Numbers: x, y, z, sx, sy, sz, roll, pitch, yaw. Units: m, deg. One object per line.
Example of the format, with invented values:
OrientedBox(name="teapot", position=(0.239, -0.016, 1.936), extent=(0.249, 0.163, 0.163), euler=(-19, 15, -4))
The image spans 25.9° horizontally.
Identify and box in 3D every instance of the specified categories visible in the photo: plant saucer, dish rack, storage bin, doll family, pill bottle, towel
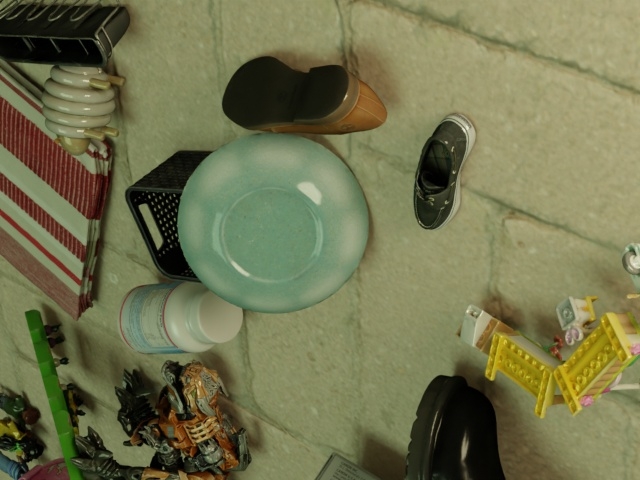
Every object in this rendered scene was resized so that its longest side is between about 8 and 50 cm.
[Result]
OrientedBox(name="plant saucer", position=(-0.048, -0.010, 1.397), extent=(0.195, 0.037, 0.195), euler=(0, 109, 1))
OrientedBox(name="dish rack", position=(-0.327, -0.312, 1.464), extent=(0.208, 0.074, 0.271), euler=(8, 138, 40))
OrientedBox(name="storage bin", position=(-0.112, -0.024, 1.513), extent=(0.180, 0.084, 0.122), euler=(4, 125, 43))
OrientedBox(name="doll family", position=(-0.485, 0.326, 2.225), extent=(0.111, 0.076, 0.193), euler=(23, 142, 25))
OrientedBox(name="pill bottle", position=(-0.168, 0.092, 1.671), extent=(0.160, 0.087, 0.087), euler=(-7, 117, 48))
OrientedBox(name="towel", position=(-0.367, -0.071, 1.778), extent=(0.237, 0.037, 0.329), euler=(38, 141, 18))

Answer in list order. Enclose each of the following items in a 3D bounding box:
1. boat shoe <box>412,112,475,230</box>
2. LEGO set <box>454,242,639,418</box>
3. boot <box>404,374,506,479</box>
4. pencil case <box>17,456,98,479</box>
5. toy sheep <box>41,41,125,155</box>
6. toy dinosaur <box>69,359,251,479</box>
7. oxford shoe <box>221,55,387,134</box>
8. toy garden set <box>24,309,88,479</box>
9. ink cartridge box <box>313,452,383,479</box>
OrientedBox(name="boat shoe", position=(0.106, -0.058, 1.294), extent=(0.049, 0.040, 0.142), euler=(34, 141, 20))
OrientedBox(name="LEGO set", position=(0.246, 0.095, 1.270), extent=(0.287, 0.107, 0.132), euler=(-30, 64, 58))
OrientedBox(name="boot", position=(0.230, 0.307, 1.403), extent=(0.260, 0.131, 0.348), euler=(-3, 91, 22))
OrientedBox(name="pencil case", position=(-0.369, 0.517, 2.204), extent=(0.167, 0.160, 0.386), euler=(-8, 126, 1))
OrientedBox(name="toy sheep", position=(-0.268, -0.159, 1.557), extent=(0.091, 0.091, 0.132), euler=(20, 107, 33))
OrientedBox(name="toy dinosaur", position=(-0.192, 0.284, 1.830), extent=(0.218, 0.164, 0.322), euler=(13, 111, 17))
OrientedBox(name="oxford shoe", position=(-0.020, -0.129, 1.344), extent=(0.076, 0.076, 0.212), euler=(25, 174, -39))
OrientedBox(name="toy garden set", position=(-0.349, 0.243, 1.945), extent=(0.244, 0.049, 0.203), euler=(-118, 17, -45))
OrientedBox(name="ink cartridge box", position=(0.136, 0.374, 1.637), extent=(0.275, 0.060, 0.239), euler=(27, 163, 27))
